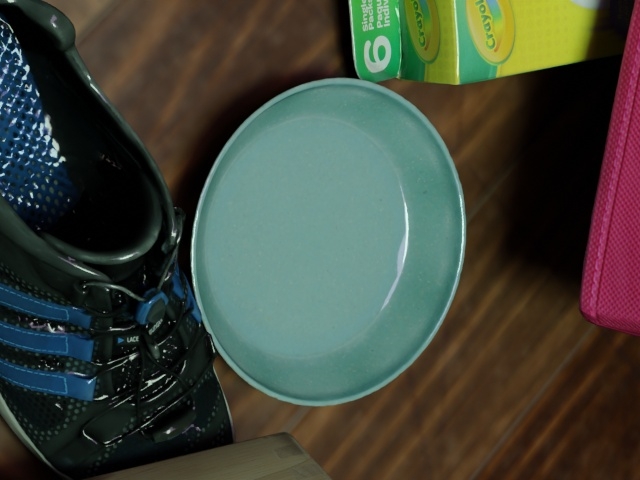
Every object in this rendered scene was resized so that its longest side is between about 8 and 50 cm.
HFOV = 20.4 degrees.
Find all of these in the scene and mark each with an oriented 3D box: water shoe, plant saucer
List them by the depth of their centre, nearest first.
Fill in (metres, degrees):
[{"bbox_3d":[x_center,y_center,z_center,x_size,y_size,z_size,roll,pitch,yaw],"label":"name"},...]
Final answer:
[{"bbox_3d":[-0.076,0.014,0.564,0.073,0.080,0.203,-38,116,-23],"label":"water shoe"},{"bbox_3d":[0.000,0.000,0.649,0.119,0.021,0.119,-5,99,-33],"label":"plant saucer"}]

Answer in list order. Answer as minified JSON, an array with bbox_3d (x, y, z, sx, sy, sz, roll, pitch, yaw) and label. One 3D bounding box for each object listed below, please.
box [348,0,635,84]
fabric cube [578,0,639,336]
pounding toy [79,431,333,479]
[{"bbox_3d":[0.087,-0.120,0.678,0.179,0.043,0.105,-13,105,-30],"label":"box"},{"bbox_3d":[0.288,-0.059,0.658,0.254,0.258,0.259,9,92,-51],"label":"fabric cube"},{"bbox_3d":[-0.013,0.167,0.598,0.206,0.094,0.181,-11,118,-24],"label":"pounding toy"}]
